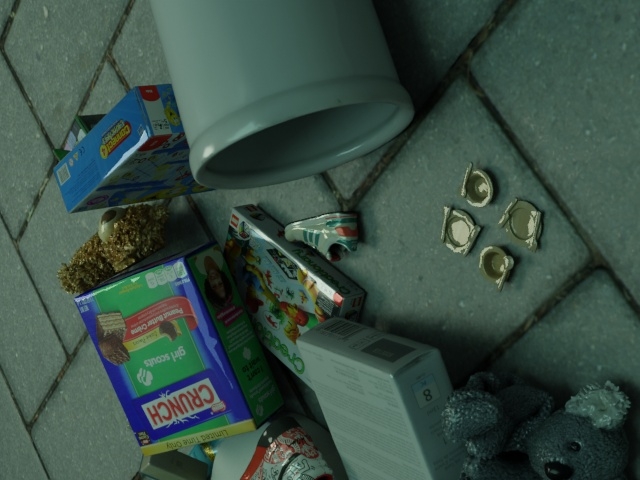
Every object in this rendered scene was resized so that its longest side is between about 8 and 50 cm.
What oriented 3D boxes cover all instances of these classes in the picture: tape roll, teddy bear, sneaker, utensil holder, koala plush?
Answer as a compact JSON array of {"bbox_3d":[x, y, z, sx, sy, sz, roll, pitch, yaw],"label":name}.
[{"bbox_3d":[-0.053,0.495,1.950,0.392,0.072,0.392,15,110,47],"label":"tape roll"},{"bbox_3d":[-0.400,0.011,2.120,0.113,0.245,0.338,59,167,-3],"label":"teddy bear"},{"bbox_3d":[0.000,0.000,1.787,0.161,0.057,0.075,-14,82,47],"label":"sneaker"},{"bbox_3d":[-0.078,-0.307,1.611,0.327,0.327,0.385,-31,73,48],"label":"utensil holder"},{"bbox_3d":[0.298,0.260,1.446,0.221,0.203,0.196,-1,107,28],"label":"koala plush"},{"bbox_3d":[-0.065,0.433,1.827,0.145,0.090,0.270,46,127,36],"label":"sneaker"}]

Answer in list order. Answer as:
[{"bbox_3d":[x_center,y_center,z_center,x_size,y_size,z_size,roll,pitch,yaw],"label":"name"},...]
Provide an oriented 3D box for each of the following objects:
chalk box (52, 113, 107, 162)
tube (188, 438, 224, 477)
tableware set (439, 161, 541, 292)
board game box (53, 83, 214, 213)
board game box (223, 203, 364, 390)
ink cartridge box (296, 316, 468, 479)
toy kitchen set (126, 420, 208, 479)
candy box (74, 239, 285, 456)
[{"bbox_3d":[-0.400,-0.150,2.093,0.132,0.213,0.132,52,133,28],"label":"chalk box"},{"bbox_3d":[-0.229,0.427,2.160,0.080,0.052,0.207,50,126,22],"label":"tube"},{"bbox_3d":[0.232,-0.018,1.547,0.169,0.020,0.141,43,128,35],"label":"tableware set"},{"bbox_3d":[-0.237,-0.159,1.837,0.308,0.302,0.086,-32,75,48],"label":"board game box"},{"bbox_3d":[-0.060,0.094,1.882,0.305,0.053,0.193,37,126,38],"label":"board game box"},{"bbox_3d":[0.124,0.315,1.642,0.308,0.091,0.385,9,124,63],"label":"ink cartridge box"},{"bbox_3d":[-0.302,0.403,2.159,0.166,0.122,0.207,-44,28,38],"label":"toy kitchen set"},{"bbox_3d":[-0.245,0.193,1.931,0.268,0.122,0.317,-20,97,31],"label":"candy box"}]
